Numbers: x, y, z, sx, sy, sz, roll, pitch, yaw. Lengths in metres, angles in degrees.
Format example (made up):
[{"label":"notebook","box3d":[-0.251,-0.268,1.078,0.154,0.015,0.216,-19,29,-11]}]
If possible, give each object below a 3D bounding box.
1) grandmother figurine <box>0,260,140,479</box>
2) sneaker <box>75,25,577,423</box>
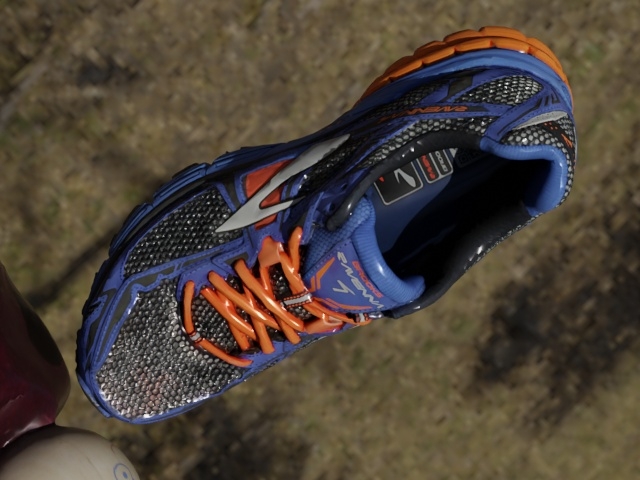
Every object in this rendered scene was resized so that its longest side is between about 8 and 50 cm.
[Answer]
[{"label":"grandmother figurine","box3d":[-0.161,0.018,0.663,0.104,0.342,0.208,-33,170,16]},{"label":"sneaker","box3d":[0.000,0.000,0.598,0.221,0.087,0.083,-35,114,8]}]
